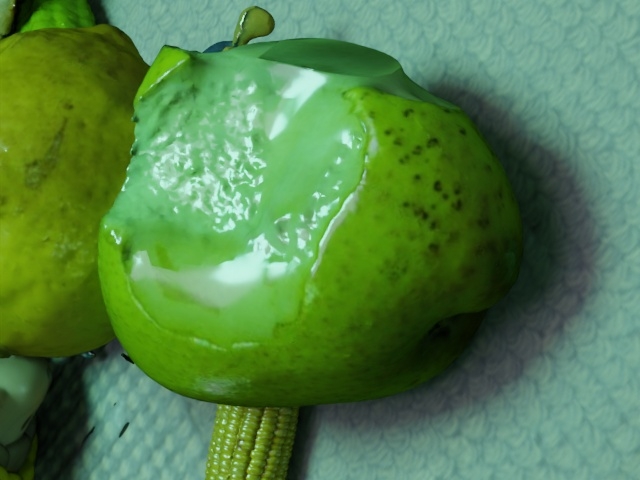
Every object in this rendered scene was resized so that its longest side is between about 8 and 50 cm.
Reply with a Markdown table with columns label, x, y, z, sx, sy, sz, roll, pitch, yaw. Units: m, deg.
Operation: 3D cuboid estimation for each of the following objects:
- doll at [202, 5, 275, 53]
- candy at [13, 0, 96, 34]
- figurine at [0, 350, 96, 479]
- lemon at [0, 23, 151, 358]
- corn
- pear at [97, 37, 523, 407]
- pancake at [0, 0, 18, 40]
| label | x | y | z | sx | sy | sz | roll | pitch | yaw |
| --- | --- | --- | --- | --- | --- | --- | --- | --- | --- |
| doll | -0.067 | -0.107 | 1.309 | 0.179 | 0.088 | 0.102 | 114 | 178 | -56 |
| candy | -0.256 | -0.189 | 1.535 | 0.096 | 0.096 | 0.210 | -39 | 46 | 35 |
| figurine | -0.297 | 0.102 | 1.465 | 0.187 | 0.215 | 0.344 | 32 | 97 | -1 |
| lemon | -0.210 | -0.040 | 1.257 | 0.233 | 0.233 | 0.288 | -1 | 68 | 47 |
| corn | -0.059 | 0.186 | 1.267 | 0.067 | 0.067 | 0.206 | 14 | 95 | 48 |
| pear | 0.000 | 0.000 | 1.121 | 0.281 | 0.176 | 0.287 | 17 | 94 | 27 |
| pancake | -0.347 | -0.291 | 1.632 | 0.356 | 0.065 | 0.356 | -172 | 90 | -68 |
